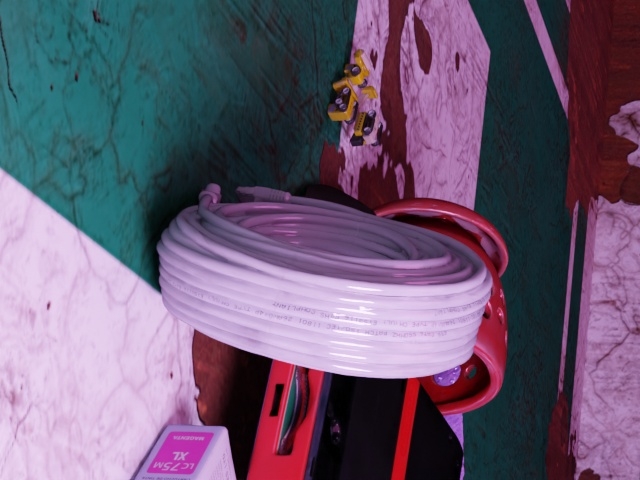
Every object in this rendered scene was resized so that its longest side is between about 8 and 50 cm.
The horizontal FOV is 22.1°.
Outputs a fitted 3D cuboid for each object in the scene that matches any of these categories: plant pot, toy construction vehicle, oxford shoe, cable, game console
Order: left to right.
[{"bbox_3d":[0.000,0.000,1.589,0.076,0.076,0.212,-62,175,22],"label":"oxford shoe"},{"bbox_3d":[0.000,0.033,1.255,0.257,0.257,0.089,-35,136,-74],"label":"cable"},{"bbox_3d":[0.028,0.269,1.427,0.342,0.060,0.387,57,37,-48],"label":"game console"},{"bbox_3d":[0.034,-0.144,1.715,0.086,0.035,0.098,57,35,-44],"label":"toy construction vehicle"},{"bbox_3d":[0.099,0.064,1.683,0.191,0.191,0.174,68,25,-52],"label":"plant pot"}]

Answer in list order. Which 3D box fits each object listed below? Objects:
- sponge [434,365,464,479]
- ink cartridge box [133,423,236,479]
[{"bbox_3d":[0.100,0.231,1.817,0.031,0.117,0.210,-130,-144,-72],"label":"sponge"},{"bbox_3d":[-0.126,0.297,1.201,0.311,0.065,0.186,-64,150,-58],"label":"ink cartridge box"}]
